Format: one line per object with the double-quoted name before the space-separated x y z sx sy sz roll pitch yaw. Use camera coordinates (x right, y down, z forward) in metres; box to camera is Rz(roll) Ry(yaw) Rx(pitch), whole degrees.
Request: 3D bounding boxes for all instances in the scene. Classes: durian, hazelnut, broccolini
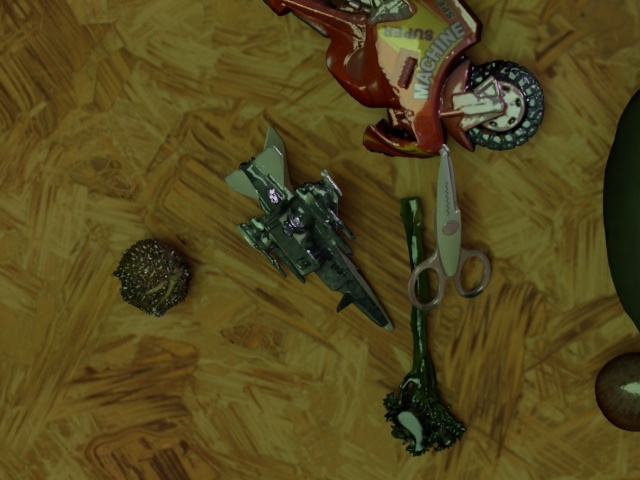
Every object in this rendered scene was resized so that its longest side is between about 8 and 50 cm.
"durian" -0.172 0.036 1.736 0.091 0.080 0.080 8 105 27
"hazelnut" 0.296 0.138 1.596 0.086 0.086 0.086 4 103 18
"broccolini" 0.094 0.084 1.685 0.057 0.071 0.254 2 97 56

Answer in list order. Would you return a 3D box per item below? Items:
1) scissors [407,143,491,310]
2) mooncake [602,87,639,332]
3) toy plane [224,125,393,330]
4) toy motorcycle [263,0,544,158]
"scissors" 0.118 -0.012 1.608 0.085 0.022 0.176 -14 126 -13
"mooncake" 0.417 -0.030 1.457 0.356 0.194 0.356 4 100 20
"toy plane" -0.013 0.002 1.672 0.160 0.082 0.234 -31 90 49
"toy motorcycle" 0.068 -0.183 1.596 0.171 0.089 0.298 -40 87 20
